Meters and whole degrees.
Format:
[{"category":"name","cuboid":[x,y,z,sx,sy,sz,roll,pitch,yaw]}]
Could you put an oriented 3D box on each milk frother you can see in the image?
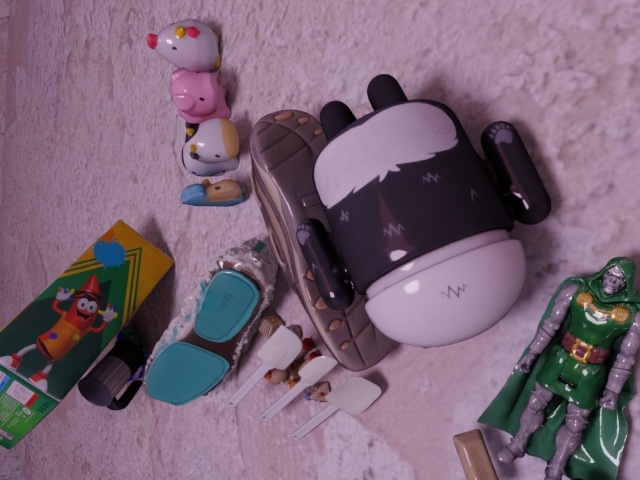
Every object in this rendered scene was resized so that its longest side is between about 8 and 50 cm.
[{"category":"milk frother","cuboid":[-0.439,0.305,1.067,0.143,0.135,0.129,-29,107,28]}]

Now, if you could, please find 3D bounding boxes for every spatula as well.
[{"category":"spatula","cuboid":[-0.038,0.228,0.688,0.168,0.019,0.242,31,129,-8]}]

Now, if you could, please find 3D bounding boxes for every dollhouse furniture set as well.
[{"category":"dollhouse furniture set","cuboid":[0.196,0.263,0.515,0.081,0.091,0.114,75,179,-69]}]

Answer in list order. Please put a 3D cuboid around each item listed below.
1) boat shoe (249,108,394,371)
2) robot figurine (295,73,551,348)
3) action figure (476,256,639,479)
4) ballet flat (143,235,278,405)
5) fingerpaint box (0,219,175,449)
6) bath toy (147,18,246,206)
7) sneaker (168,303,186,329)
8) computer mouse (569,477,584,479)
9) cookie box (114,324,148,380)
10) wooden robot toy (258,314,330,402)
[{"category":"boat shoe","cuboid":[0.000,0.000,0.644,0.130,0.132,0.355,140,112,-68]},{"category":"robot figurine","cuboid":[0.095,-0.029,0.493,0.209,0.173,0.278,-43,63,51]},{"category":"action figure","cuboid":[0.236,0.121,0.437,0.137,0.063,0.232,24,112,35]},{"category":"ballet flat","cuboid":[-0.184,0.147,0.833,0.409,0.147,0.147,-50,59,33]},{"category":"fingerpaint box","cuboid":[-0.561,0.214,1.032,0.163,0.371,0.445,41,130,-14]},{"category":"bath toy","cuboid":[-0.217,-0.231,0.822,0.151,0.129,0.348,-21,78,45]},{"category":"sneaker","cuboid":[-0.266,0.172,0.959,0.061,0.053,0.152,56,128,23]},{"category":"computer mouse","cuboid":[0.300,0.267,0.388,0.193,0.042,0.106,3,111,37]},{"category":"cookie box","cuboid":[-0.489,0.288,1.204,0.107,0.040,0.092,42,120,35]},{"category":"wooden robot toy","cuboid":[-0.055,0.186,0.726,0.173,0.079,0.076,54,128,27]}]
